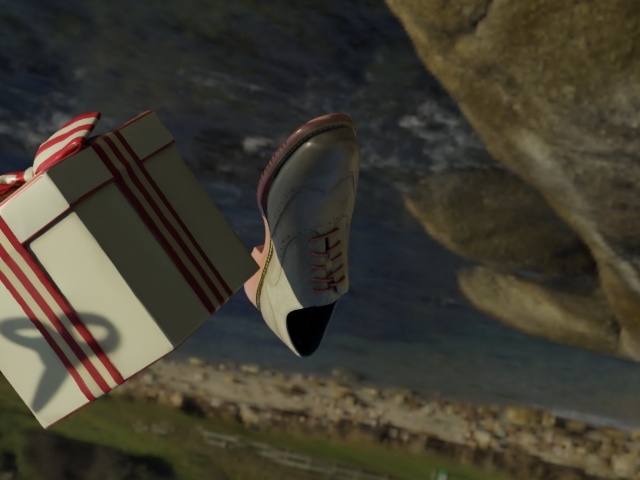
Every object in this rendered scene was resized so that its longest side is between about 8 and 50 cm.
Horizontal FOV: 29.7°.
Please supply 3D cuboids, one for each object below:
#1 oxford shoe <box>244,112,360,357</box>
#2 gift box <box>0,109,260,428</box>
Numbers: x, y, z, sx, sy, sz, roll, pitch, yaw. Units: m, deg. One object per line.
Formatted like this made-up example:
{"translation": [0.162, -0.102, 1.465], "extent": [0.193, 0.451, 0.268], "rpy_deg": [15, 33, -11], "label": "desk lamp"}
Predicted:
{"translation": [0.000, 0.000, 1.587], "extent": [0.140, 0.146, 0.397], "rpy_deg": [-17, 146, -21], "label": "oxford shoe"}
{"translation": [-0.257, 0.014, 1.354], "extent": [0.255, 0.258, 0.276], "rpy_deg": [-32, -172, 25], "label": "gift box"}
